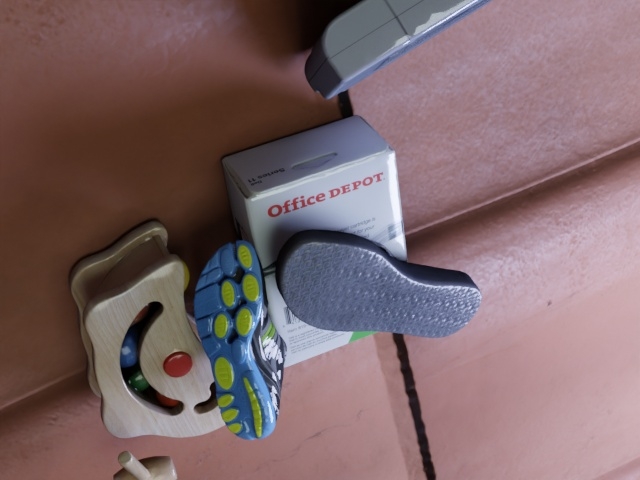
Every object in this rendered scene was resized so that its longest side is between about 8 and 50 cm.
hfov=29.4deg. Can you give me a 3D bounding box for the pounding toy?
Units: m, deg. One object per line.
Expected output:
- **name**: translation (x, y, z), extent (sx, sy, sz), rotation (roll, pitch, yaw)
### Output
- **pounding toy**: translation (-0.137, 0.132, 1.164), extent (0.154, 0.155, 0.270), rotation (-15, 125, -16)

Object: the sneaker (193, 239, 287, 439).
- **sneaker**: translation (-0.072, 0.090, 1.137), extent (0.067, 0.078, 0.188), rotation (-5, 105, 13)

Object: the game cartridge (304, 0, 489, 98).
- **game cartridge**: translation (0.124, -0.223, 1.049), extent (0.297, 0.198, 0.062), rotation (-32, 89, -5)

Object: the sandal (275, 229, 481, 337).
- **sandal**: translation (0.048, 0.042, 1.158), extent (0.254, 0.054, 0.097), rotation (19, 118, -44)

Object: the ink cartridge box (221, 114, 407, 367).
- **ink cartridge box**: translation (0.000, 0.000, 1.190), extent (0.153, 0.087, 0.208), rotation (-18, 127, -14)
